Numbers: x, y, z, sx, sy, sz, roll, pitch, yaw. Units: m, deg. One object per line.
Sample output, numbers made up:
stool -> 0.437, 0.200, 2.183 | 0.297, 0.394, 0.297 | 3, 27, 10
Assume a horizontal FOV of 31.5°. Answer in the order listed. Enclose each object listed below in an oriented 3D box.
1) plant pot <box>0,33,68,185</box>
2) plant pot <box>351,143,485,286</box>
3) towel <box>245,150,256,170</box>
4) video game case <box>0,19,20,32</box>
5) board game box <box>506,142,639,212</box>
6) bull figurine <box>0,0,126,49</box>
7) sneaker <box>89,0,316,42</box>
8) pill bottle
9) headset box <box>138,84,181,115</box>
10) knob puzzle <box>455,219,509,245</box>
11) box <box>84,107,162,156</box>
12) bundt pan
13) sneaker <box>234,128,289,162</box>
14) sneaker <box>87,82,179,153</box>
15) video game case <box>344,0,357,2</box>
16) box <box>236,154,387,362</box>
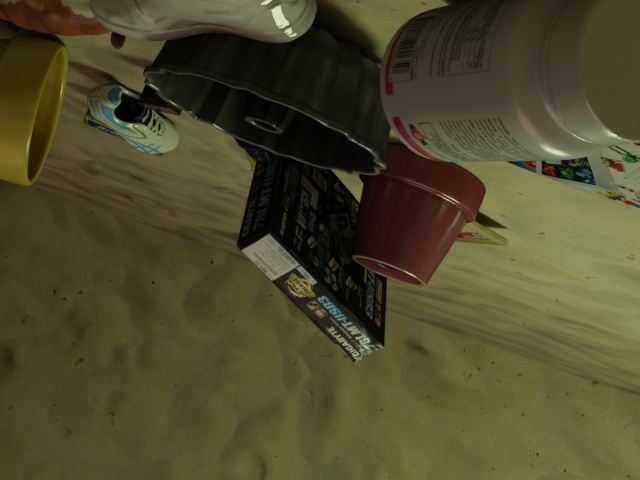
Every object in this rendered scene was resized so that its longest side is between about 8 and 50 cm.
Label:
plant pot -> -0.582, -0.244, 1.944 | 0.239, 0.254, 0.254 | 15, 171, -5
plant pot -> 0.140, -0.032, 1.806 | 0.201, 0.180, 0.201 | 21, 171, 3
towel -> -0.096, -0.152, 2.149 | 0.102, 0.021, 0.237 | 22, 171, 6
video game case -> -0.597, -0.419, 1.789 | 0.274, 0.026, 0.196 | 24, 170, -15
board game box -> 0.333, -0.115, 1.297 | 0.193, 0.053, 0.305 | 21, 170, 1
bull figurine -> -0.376, -0.339, 1.514 | 0.310, 0.101, 0.188 | 12, 163, 42
sneaker -> -0.165, -0.302, 1.262 | 0.293, 0.108, 0.169 | 6, 163, 26
pill bottle -> 0.195, -0.155, 1.066 | 0.160, 0.160, 0.283 | 27, 169, -29
headset box -> -0.252, -0.243, 1.868 | 0.083, 0.062, 0.032 | 16, 169, 37
knob puzzle -> 0.215, -0.046, 2.011 | 0.213, 0.030, 0.213 | 22, 171, 4
box -> -0.378, -0.229, 2.241 | 0.169, 0.059, 0.054 | 24, 168, -10
bundt pan -> -0.050, -0.201, 1.445 | 0.331, 0.124, 0.331 | 21, 173, 3
sneaker -> -0.070, -0.175, 1.721 | 0.226, 0.086, 0.163 | 27, 165, 38
sneaker -> -0.336, -0.222, 2.125 | 0.086, 0.085, 0.237 | 7, 167, 33
video game case -> -0.008, -0.318, 0.998 | 0.300, 0.036, 0.329 | 27, 170, -26
box -> 0.000, 0.000, 1.837 | 0.073, 0.295, 0.293 | -27, 122, 25
